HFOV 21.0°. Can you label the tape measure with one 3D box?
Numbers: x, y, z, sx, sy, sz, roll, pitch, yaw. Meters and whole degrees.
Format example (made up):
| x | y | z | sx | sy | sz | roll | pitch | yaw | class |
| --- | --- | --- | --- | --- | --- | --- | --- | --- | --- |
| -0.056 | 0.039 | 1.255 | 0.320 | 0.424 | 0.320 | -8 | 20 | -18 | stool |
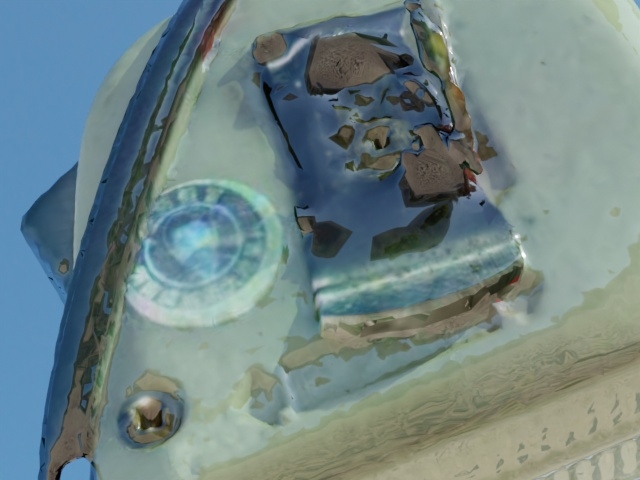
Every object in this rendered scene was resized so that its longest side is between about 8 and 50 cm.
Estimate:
| x | y | z | sx | sy | sz | roll | pitch | yaw | class |
| --- | --- | --- | --- | --- | --- | --- | --- | --- | --- |
| 0.000 | 0.000 | 0.530 | 0.235 | 0.207 | 0.115 | -22 | -31 | -3 | tape measure |
